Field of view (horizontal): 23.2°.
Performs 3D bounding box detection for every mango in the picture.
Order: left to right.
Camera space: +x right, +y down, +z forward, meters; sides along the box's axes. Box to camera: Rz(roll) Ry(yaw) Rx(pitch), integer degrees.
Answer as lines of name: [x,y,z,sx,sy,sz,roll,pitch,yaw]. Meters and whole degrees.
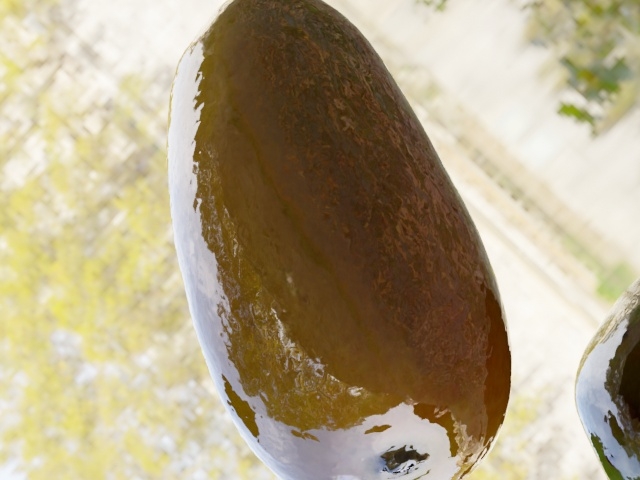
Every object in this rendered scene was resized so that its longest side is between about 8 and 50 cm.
mango: [0.001,0.003,0.721,0.175,0.139,0.255,37,-150,-89]

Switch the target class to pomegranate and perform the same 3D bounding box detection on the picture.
pomegranate: [0.220,0.091,0.878,0.159,0.159,0.205,43,163,4]
